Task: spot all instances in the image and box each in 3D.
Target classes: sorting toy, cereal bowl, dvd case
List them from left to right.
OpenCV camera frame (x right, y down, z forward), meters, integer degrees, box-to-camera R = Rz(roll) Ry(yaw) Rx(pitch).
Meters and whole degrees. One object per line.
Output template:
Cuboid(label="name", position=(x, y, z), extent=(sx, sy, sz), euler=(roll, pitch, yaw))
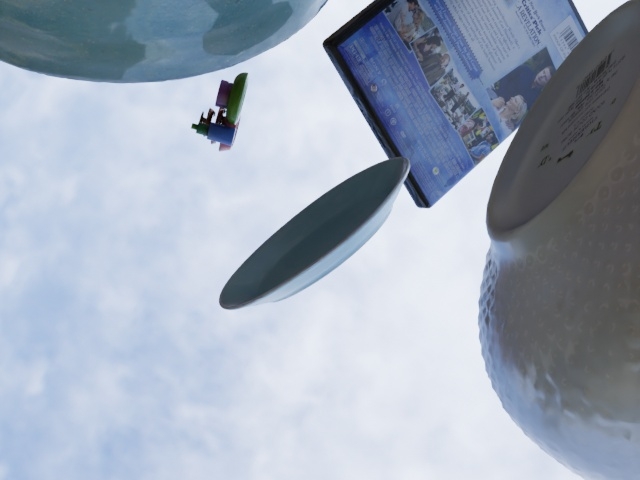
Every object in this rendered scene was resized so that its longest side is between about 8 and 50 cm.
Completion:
Cuboid(label="sorting toy", position=(-0.098, -0.122, 1.427), extent=(0.102, 0.042, 0.061), euler=(109, -4, -56))
Cuboid(label="dvd case", position=(0.134, -0.174, 1.351), extent=(0.253, 0.180, 0.022), euler=(-41, -158, -23))
Cuboid(label="cereal bowl", position=(0.193, -0.031, 0.830), extent=(0.339, 0.141, 0.339), euler=(-56, -169, 17))

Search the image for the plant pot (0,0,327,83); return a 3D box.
Cuboid(label="plant pot", position=(-0.121, -0.266, 0.913), extent=(0.293, 0.196, 0.293), euler=(3, -132, -4))

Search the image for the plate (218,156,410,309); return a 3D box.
Cuboid(label="plate", position=(0.000, 0.000, 1.173), extent=(0.188, 0.024, 0.188), euler=(-36, -167, 10))
